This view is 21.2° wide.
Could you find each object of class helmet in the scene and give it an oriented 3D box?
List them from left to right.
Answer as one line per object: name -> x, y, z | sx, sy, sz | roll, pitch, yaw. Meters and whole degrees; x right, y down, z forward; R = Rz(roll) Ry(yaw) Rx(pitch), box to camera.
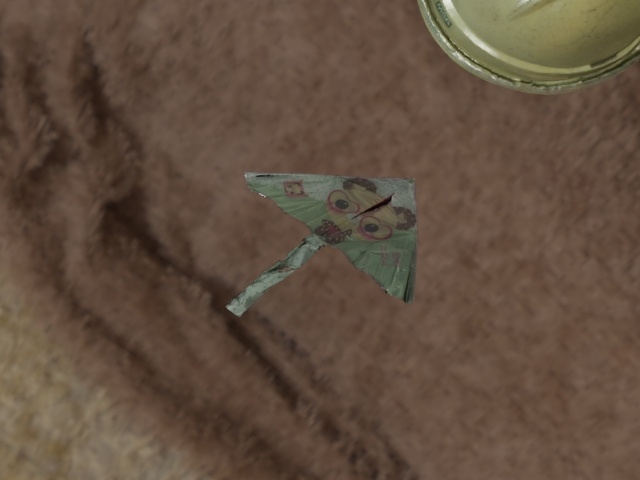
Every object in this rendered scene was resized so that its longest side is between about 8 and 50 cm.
helmet -> 0.212, -0.238, 1.358 | 0.258, 0.137, 0.204 | -28, 86, -23

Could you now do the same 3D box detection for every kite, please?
kite -> 0.000, -0.001, 1.590 | 0.229, 0.012, 0.250 | 35, 51, 28
